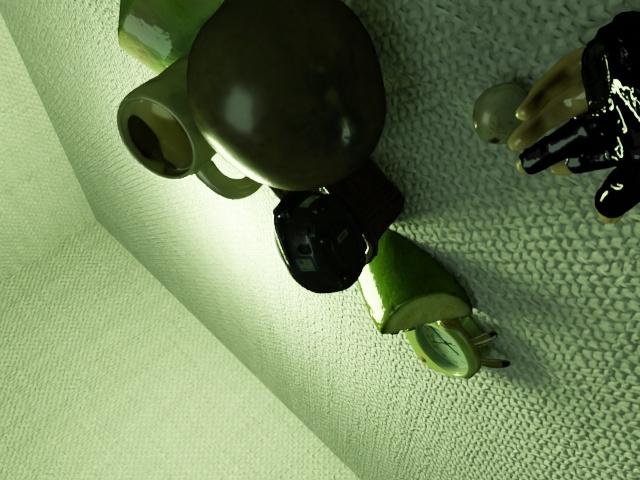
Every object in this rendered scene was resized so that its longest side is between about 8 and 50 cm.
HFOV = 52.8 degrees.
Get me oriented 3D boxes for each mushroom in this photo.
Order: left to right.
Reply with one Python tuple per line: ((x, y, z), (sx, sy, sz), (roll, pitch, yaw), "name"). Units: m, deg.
((0.241, -0.174, 0.864), (0.079, 0.085, 0.085), (-103, -6, -56), "mushroom")

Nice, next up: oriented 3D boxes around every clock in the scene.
((0.273, 0.206, 1.319), (0.232, 0.069, 0.170), (11, 134, 53), "clock")

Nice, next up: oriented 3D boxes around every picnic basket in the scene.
((0.029, -0.094, 1.249), (0.297, 0.129, 0.222), (49, 156, 5), "picnic basket")

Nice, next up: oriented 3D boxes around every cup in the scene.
((-0.198, -0.206, 1.142), (0.255, 0.202, 0.173), (30, 135, 7), "cup")

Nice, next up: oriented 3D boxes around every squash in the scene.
((0.168, 0.041, 1.318), (0.288, 0.203, 0.111), (-103, -2, -48), "squash")

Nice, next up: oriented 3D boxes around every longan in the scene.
((-0.050, -0.232, 0.995), (0.319, 0.319, 0.319), (39, 153, 25), "longan")

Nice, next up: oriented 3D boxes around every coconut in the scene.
((-0.288, -0.426, 1.247), (0.236, 0.204, 0.236), (38, 171, 7), "coconut")

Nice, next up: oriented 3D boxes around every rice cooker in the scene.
((-0.001, -0.001, 1.105), (0.118, 0.142, 0.203), (2, 130, 45), "rice cooker")

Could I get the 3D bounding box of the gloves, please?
((0.317, -0.120, 0.704), (0.301, 0.152, 0.197), (145, 108, -72), "gloves")
